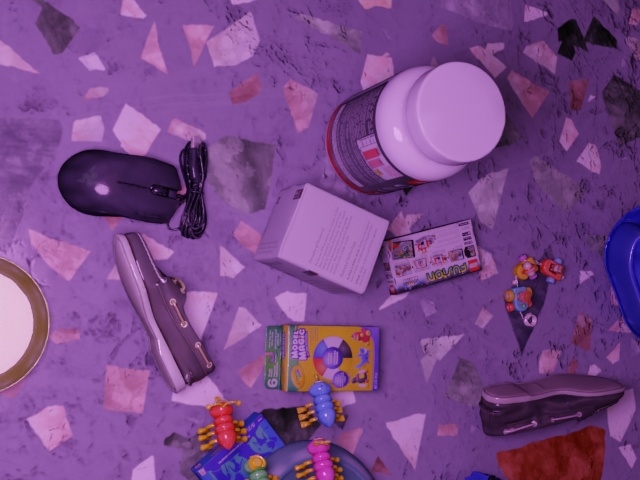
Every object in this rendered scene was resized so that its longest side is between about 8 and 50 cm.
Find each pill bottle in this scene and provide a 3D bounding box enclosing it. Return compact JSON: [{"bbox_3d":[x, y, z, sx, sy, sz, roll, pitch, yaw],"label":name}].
[{"bbox_3d":[0.166,-0.204,1.677,0.210,0.363,0.210,1,86,-22],"label":"pill bottle"}]

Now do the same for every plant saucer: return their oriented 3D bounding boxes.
[{"bbox_3d":[-0.580,0.141,1.522,0.241,0.037,0.240,1,87,-22],"label":"plant saucer"},{"bbox_3d":[-0.003,0.524,1.658,0.318,0.044,0.317,9,71,-27],"label":"plant saucer"}]

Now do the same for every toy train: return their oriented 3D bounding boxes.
[{"bbox_3d":[0.467,0.097,1.954,0.125,0.046,0.166,33,75,-17],"label":"toy train"}]

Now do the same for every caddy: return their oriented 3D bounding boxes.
[{"bbox_3d":[0.778,0.083,2.019,0.241,0.179,0.341,-21,95,2],"label":"caddy"}]

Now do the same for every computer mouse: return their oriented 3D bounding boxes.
[{"bbox_3d":[-0.327,-0.103,1.624,0.272,0.072,0.188,4,86,-22],"label":"computer mouse"}]

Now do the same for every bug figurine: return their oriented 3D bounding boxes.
[{"bbox_3d":[-0.069,0.355,1.625,0.279,0.072,0.216,-9,62,-20],"label":"bug figurine"}]

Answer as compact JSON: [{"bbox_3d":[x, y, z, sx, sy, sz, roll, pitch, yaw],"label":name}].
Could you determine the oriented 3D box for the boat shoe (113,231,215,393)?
[{"bbox_3d":[-0.279,0.118,1.613,0.091,0.109,0.305,-25,102,-23],"label":"boat shoe"}]

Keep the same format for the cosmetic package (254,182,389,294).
[{"bbox_3d":[0.000,0.000,1.710,0.184,0.151,0.151,24,78,-19],"label":"cosmetic package"}]

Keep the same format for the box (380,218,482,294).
[{"bbox_3d":[0.226,0.033,1.863,0.207,0.036,0.114,-13,92,-23],"label":"box"}]

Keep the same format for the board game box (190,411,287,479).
[{"bbox_3d":[-0.114,0.452,1.689,0.160,0.047,0.210,-41,102,-21],"label":"board game box"}]

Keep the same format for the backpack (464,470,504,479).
[{"bbox_3d":[0.349,0.529,1.848,0.120,0.101,0.098,29,78,-22],"label":"backpack"}]

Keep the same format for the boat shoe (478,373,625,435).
[{"bbox_3d":[0.486,0.349,1.922,0.335,0.112,0.095,-2,105,-17],"label":"boat shoe"}]

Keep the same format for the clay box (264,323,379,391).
[{"bbox_3d":[0.004,0.226,1.750,0.222,0.053,0.127,3,86,-23],"label":"clay box"}]
